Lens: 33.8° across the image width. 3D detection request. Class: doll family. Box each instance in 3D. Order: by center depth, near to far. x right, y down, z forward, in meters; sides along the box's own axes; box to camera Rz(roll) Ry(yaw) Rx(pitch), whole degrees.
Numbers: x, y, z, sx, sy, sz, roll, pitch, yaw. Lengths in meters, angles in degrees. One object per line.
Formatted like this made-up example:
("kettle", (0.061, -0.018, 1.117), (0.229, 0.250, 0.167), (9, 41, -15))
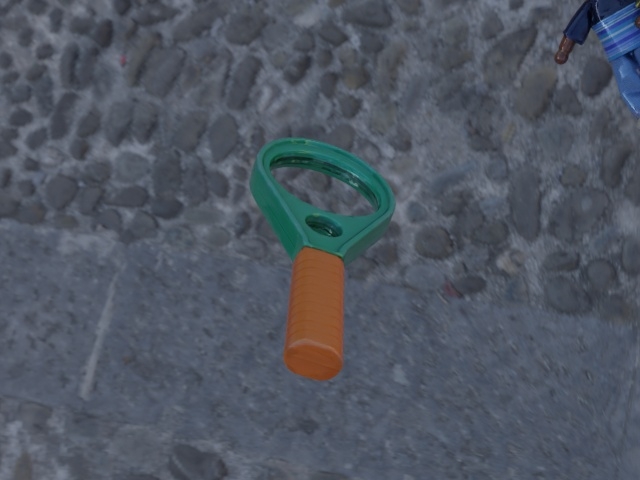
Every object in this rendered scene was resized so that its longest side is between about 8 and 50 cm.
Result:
("doll family", (0.223, -0.146, 0.590), (0.193, 0.076, 0.111), (-29, 96, 9))

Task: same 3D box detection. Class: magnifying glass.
("magnifying glass", (0.000, 0.000, 0.597), (0.092, 0.231, 0.026), (18, 120, -8))
